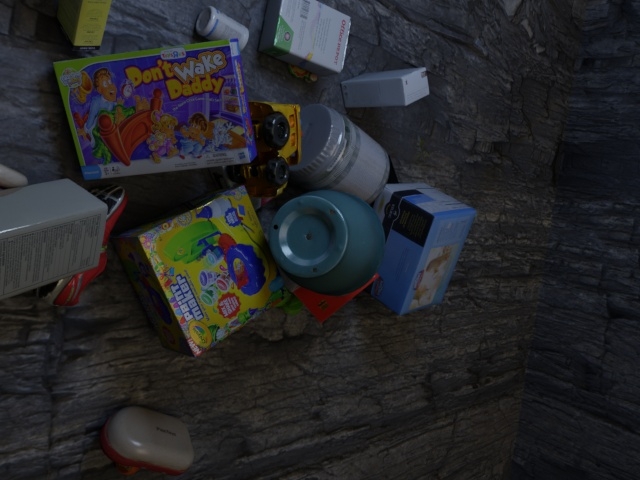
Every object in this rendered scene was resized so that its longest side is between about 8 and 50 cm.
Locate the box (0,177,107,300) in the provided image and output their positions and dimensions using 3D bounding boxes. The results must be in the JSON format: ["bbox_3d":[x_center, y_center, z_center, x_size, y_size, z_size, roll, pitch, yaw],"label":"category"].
[{"bbox_3d":[-0.529,0.005,0.942,0.311,0.121,0.148,-25,141,-56],"label":"box"}]

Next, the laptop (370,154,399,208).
[{"bbox_3d":[0.140,-0.125,1.798,0.234,0.136,0.264,-8,131,-42],"label":"laptop"}]

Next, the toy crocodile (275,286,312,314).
[{"bbox_3d":[-0.026,0.125,1.636,0.341,0.105,0.115,-15,149,-40],"label":"toy crocodile"}]

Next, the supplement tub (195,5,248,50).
[{"bbox_3d":[-0.230,-0.491,1.311,0.107,0.071,0.071,18,87,-45],"label":"supplement tub"}]

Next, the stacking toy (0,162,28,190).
[{"bbox_3d":[-0.655,0.003,0.977,0.141,0.141,0.330,32,82,-44],"label":"stacking toy"}]

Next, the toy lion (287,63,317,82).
[{"bbox_3d":[-0.043,-0.484,1.526,0.096,0.034,0.100,31,78,-36],"label":"toy lion"}]

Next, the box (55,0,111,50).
[{"bbox_3d":[-0.423,-0.464,1.022,0.058,0.087,0.232,-18,157,-41],"label":"box"}]

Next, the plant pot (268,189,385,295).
[{"bbox_3d":[0.000,0.000,1.333,0.255,0.272,0.271,13,90,-74],"label":"plant pot"}]

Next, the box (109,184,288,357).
[{"bbox_3d":[-0.272,0.064,1.290,0.279,0.177,0.289,-32,109,-35],"label":"box"}]

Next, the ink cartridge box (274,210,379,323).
[{"bbox_3d":[0.014,0.065,1.572,0.275,0.239,0.060,-34,164,-38],"label":"ink cartridge box"}]

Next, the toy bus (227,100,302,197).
[{"bbox_3d":[-0.113,-0.227,1.350,0.211,0.150,0.220,-27,119,-55],"label":"toy bus"}]

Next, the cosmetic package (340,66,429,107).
[{"bbox_3d":[0.183,-0.436,1.611,0.117,0.231,0.085,-32,120,-35],"label":"cosmetic package"}]

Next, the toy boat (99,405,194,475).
[{"bbox_3d":[-0.424,0.494,1.325,0.151,0.151,0.231,-43,133,8],"label":"toy boat"}]

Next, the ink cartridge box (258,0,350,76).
[{"bbox_3d":[-0.038,-0.533,1.449,0.212,0.093,0.154,10,90,-34],"label":"ink cartridge box"}]

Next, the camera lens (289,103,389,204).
[{"bbox_3d":[0.040,-0.218,1.531,0.274,0.219,0.219,28,79,-44],"label":"camera lens"}]

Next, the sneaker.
[{"bbox_3d":[-0.488,0.010,1.177,0.279,0.107,0.118,-60,151,-11],"label":"sneaker"}]

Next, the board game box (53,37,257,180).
[{"bbox_3d":[-0.319,-0.256,1.111,0.078,0.347,0.233,-77,161,-69],"label":"board game box"}]

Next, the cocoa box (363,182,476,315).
[{"bbox_3d":[0.287,0.020,1.758,0.231,0.228,0.347,-9,123,-43],"label":"cocoa box"}]

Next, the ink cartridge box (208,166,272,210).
[{"bbox_3d":[-0.199,-0.164,1.414,0.127,0.072,0.175,-37,121,-33],"label":"ink cartridge box"}]
